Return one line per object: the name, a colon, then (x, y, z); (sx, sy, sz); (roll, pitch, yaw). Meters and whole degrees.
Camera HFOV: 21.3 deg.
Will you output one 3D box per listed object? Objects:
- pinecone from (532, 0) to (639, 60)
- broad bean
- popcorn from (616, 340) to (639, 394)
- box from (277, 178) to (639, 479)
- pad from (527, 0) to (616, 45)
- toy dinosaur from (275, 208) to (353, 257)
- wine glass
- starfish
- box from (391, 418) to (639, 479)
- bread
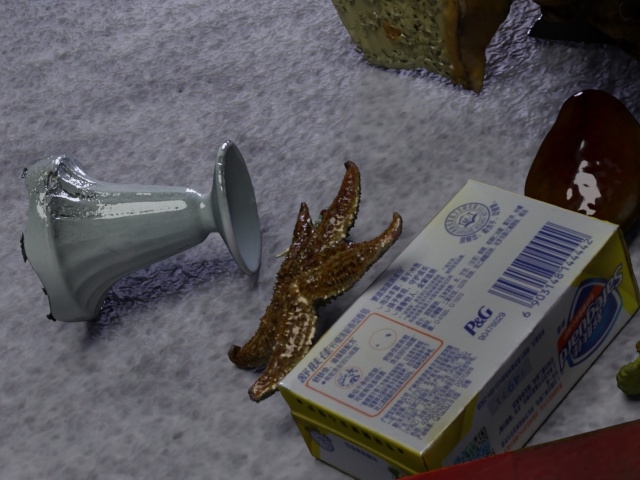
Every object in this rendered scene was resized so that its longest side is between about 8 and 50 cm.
pinecone: (0.316, -0.319, 1.506); (0.384, 0.384, 0.384); (-15, 40, 13)
broad bean: (0.233, -0.056, 1.479); (0.114, 0.084, 0.165); (-9, 45, 45)
popcorn: (0.264, 0.096, 1.306); (0.083, 0.059, 0.068); (-20, 38, 20)
box: (0.115, 0.083, 1.369); (0.168, 0.097, 0.265); (19, 56, 41)
pad: (0.339, -0.278, 1.727); (0.159, 0.009, 0.265); (12, 50, 38)
toy dinosaur: (0.000, 0.000, 1.564); (0.083, 0.047, 0.030); (-40, 39, -15)
wine glass: (-0.164, -0.013, 1.595); (0.196, 0.165, 0.165); (-8, 41, 9)
starfish: (-0.008, 0.031, 1.446); (0.240, 0.043, 0.227); (-34, 37, 43)
box: (0.194, 0.231, 1.168); (0.313, 0.089, 0.197); (-16, 38, 13)
bread: (0.139, -0.360, 1.734); (0.248, 0.315, 0.279); (13, 39, 41)
